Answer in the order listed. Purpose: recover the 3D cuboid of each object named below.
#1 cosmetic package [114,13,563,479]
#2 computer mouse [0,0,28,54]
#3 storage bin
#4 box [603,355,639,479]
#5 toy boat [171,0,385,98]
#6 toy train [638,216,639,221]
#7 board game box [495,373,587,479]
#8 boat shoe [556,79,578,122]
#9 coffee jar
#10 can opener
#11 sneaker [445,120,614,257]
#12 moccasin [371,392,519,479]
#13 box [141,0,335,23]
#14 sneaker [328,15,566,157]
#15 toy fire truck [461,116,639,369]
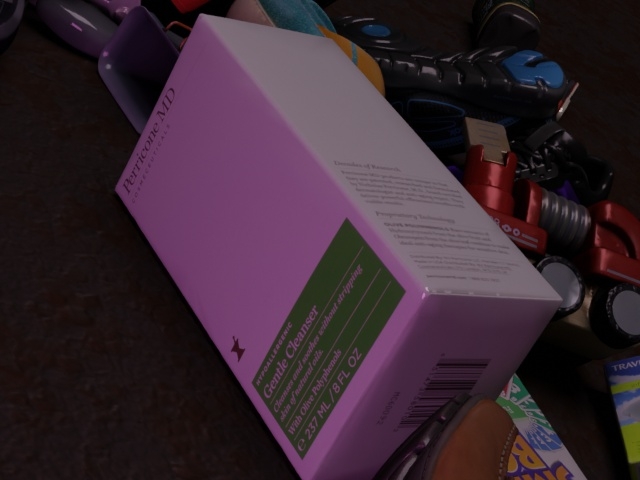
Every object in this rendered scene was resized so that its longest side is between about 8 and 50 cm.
[{"bbox_3d":[0.000,0.000,1.200,0.155,0.197,0.365,4,34,-41],"label":"cosmetic package"},{"bbox_3d":[-0.322,-0.235,1.398,0.189,0.072,0.272,20,37,-8],"label":"computer mouse"},{"bbox_3d":[-0.140,-0.160,1.468,0.091,0.098,0.135,18,27,-46],"label":"storage bin"},{"bbox_3d":[0.325,0.155,1.374,0.109,0.042,0.178,-13,28,8],"label":"box"},{"bbox_3d":[-0.024,-0.198,1.466,0.318,0.148,0.267,51,6,-46],"label":"toy boat"},{"bbox_3d":[0.448,0.011,1.824,0.125,0.046,0.166,45,32,25],"label":"toy train"},{"bbox_3d":[0.153,0.181,1.224,0.124,0.039,0.259,11,35,-34],"label":"board game box"},{"bbox_3d":[0.323,-0.197,2.065,0.043,0.049,0.137,30,30,5],"label":"boat shoe"},{"bbox_3d":[0.266,-0.312,2.152,0.079,0.096,0.184,27,25,-11],"label":"coffee jar"},{"bbox_3d":[-0.311,-0.279,1.512,0.280,0.074,0.093,27,27,-7],"label":"can opener"},{"bbox_3d":[0.202,-0.067,1.585,0.293,0.146,0.102,6,35,-41],"label":"sneaker"},{"bbox_3d":[0.083,0.227,0.948,0.147,0.139,0.380,35,23,-4],"label":"moccasin"},{"bbox_3d":[-0.090,-0.329,1.621,0.270,0.165,0.143,-8,81,-34],"label":"box"},{"bbox_3d":[0.098,-0.160,1.692,0.341,0.139,0.125,15,34,12],"label":"sneaker"},{"bbox_3d":[0.204,-0.020,1.432,0.217,0.158,0.246,20,65,-19],"label":"toy fire truck"}]
